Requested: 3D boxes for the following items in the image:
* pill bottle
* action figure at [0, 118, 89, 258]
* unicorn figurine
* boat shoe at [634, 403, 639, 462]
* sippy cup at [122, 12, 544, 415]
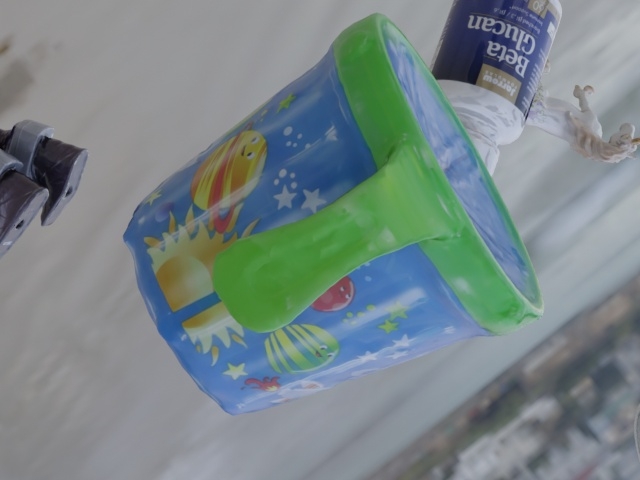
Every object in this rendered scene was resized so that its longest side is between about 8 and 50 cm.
[{"bbox_3d":[0.139,-0.138,1.601,0.094,0.094,0.169,117,-7,-74],"label":"pill bottle"},{"bbox_3d":[-0.341,-0.109,1.573,0.099,0.285,0.185,-57,170,22],"label":"action figure"},{"bbox_3d":[0.226,-0.114,1.701,0.111,0.162,0.060,-77,179,-59],"label":"unicorn figurine"},{"bbox_3d":[0.362,0.264,1.567,0.118,0.320,0.103,-25,171,9],"label":"boat shoe"},{"bbox_3d":[0.000,0.000,1.269,0.224,0.240,0.305,-29,147,11],"label":"sippy cup"}]
